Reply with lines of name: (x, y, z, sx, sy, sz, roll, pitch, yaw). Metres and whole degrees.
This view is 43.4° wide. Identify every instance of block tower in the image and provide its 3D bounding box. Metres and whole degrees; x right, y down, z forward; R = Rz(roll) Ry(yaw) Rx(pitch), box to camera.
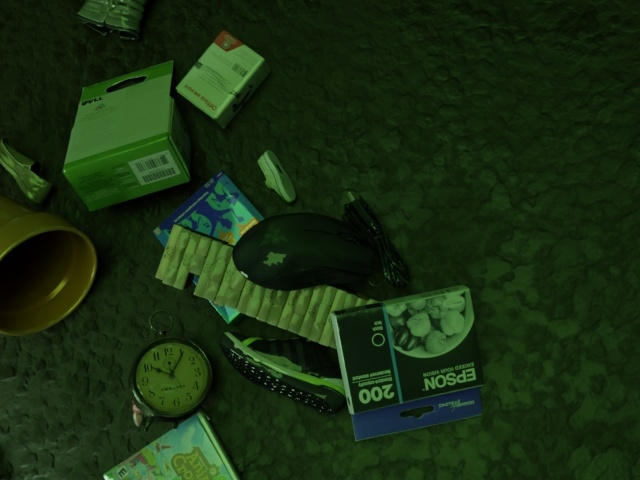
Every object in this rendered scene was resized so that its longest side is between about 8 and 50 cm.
block tower: (-0.083, 0.076, 1.244, 0.335, 0.091, 0.097, 20, 91, -1)

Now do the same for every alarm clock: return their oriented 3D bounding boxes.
alarm clock: (-0.243, 0.204, 1.288, 0.129, 0.064, 0.192, -5, 71, -20)

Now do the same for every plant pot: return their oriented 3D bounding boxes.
plant pot: (-0.510, 0.021, 1.336, 0.188, 0.205, 0.205, 36, 86, 31)

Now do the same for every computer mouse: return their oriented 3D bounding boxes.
computer mouse: (0.000, 0.000, 1.208, 0.272, 0.072, 0.189, -8, 51, -29)

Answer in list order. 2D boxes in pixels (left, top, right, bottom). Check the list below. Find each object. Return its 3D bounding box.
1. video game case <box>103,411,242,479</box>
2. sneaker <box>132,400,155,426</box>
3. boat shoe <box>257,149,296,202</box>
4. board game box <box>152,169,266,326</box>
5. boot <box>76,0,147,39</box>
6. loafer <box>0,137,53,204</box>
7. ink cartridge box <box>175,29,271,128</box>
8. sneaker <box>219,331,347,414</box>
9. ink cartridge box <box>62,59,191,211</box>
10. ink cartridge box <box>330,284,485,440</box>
video game case: (-0.216, 0.413, 1.275, 0.193, 0.023, 0.212, -33, 74, 2)
sneaker: (-0.280, 0.242, 1.319, 0.057, 0.047, 0.120, -2, 78, -12)
boat shoe: (-0.076, -0.103, 1.358, 0.035, 0.035, 0.100, -37, 76, 30)
board game box: (-0.153, 0.011, 1.337, 0.160, 0.047, 0.210, -43, 76, -1)
boot: (-0.414, -0.474, 1.476, 0.246, 0.083, 0.161, 25, 89, 16)
loafer: (-0.527, -0.130, 1.436, 0.050, 0.056, 0.148, -39, 84, 0)
ink cartridge box: (-0.168, -0.278, 1.397, 0.099, 0.056, 0.135, 38, 87, 16)
sneaker: (-0.046, 0.191, 1.277, 0.234, 0.084, 0.097, 25, 60, 13)
ink cartridge box: (-0.325, -0.190, 1.397, 0.188, 0.097, 0.255, -16, 42, 7)
ink cartridge box: (0.135, 0.187, 1.194, 0.206, 0.045, 0.208, -12, 98, -4)
